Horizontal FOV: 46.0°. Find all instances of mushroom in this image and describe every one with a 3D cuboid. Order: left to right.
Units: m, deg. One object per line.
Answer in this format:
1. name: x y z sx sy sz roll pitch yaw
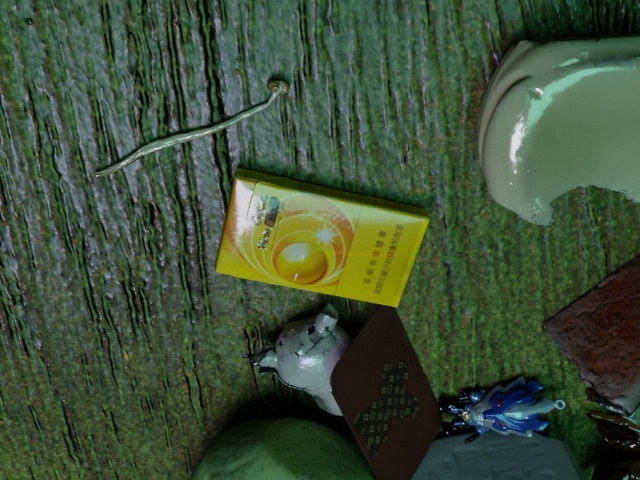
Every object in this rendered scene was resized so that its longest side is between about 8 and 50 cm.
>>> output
1. mushroom: -0.167 -0.137 0.969 0.286 0.026 0.028 -25 100 11

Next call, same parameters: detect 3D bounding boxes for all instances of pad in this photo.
1. pad: 0.104 0.239 1.113 0.004 0.181 0.267 0 127 42

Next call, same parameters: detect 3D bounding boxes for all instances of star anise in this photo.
1. star anise: 0.498 0.321 1.179 0.237 0.148 0.346 -35 124 11

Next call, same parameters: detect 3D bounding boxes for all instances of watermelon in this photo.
1. watermelon: 0.459 0.127 1.055 0.193 0.310 0.232 19 152 -13

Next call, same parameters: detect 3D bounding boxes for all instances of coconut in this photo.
1. coconut: -0.071 0.429 1.128 0.328 0.281 0.329 -27 139 -26

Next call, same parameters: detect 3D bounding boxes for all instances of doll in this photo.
1. doll: 0.002 0.185 1.105 0.149 0.095 0.192 -36 117 17
2. doll: 0.285 0.266 1.182 0.195 0.070 0.096 -8 87 4

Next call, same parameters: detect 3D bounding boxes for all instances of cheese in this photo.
1. cheese: 0.330 -0.145 0.936 0.265 0.127 0.233 -2 118 -1

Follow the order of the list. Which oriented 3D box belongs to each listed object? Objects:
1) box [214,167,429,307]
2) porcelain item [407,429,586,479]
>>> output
1. box: 0.000 0.000 1.037 0.269 0.043 0.152 10 116 -10
2. porcelain item: 0.273 0.435 1.145 0.281 0.286 0.157 -11 120 0
